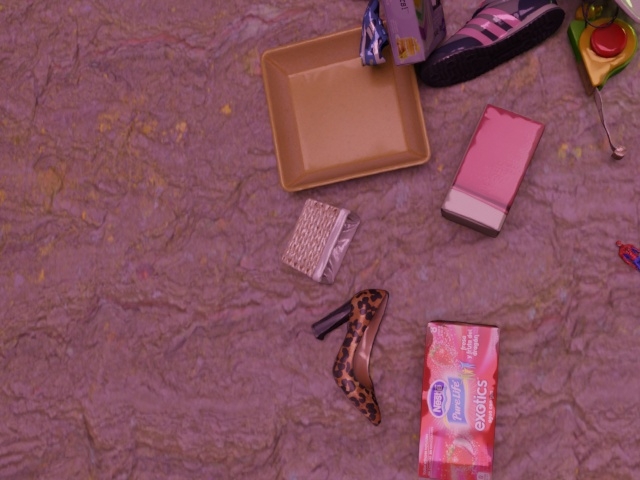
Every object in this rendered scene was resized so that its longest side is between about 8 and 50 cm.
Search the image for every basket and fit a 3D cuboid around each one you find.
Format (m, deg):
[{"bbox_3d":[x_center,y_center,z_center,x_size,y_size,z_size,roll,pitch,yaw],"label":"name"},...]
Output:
[{"bbox_3d":[0.000,0.000,1.448,0.103,0.113,0.167,24,90,17],"label":"basket"}]

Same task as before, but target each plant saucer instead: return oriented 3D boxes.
[{"bbox_3d":[0.056,-0.291,1.482,0.333,0.081,0.332,-11,82,12],"label":"plant saucer"}]

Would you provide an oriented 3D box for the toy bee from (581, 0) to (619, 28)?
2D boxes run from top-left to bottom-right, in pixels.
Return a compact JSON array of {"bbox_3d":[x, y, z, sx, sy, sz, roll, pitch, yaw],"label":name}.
[{"bbox_3d":[0.482,-0.574,1.350,0.195,0.162,0.298,-7,108,17],"label":"toy bee"}]

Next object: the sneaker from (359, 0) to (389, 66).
[{"bbox_3d":[0.118,-0.440,1.418,0.059,0.053,0.144,6,94,13],"label":"sneaker"}]

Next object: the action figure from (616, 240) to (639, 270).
[{"bbox_3d":[0.643,0.042,1.348,0.038,0.030,0.115,-47,75,9],"label":"action figure"}]

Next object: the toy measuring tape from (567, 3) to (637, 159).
[{"bbox_3d":[0.598,-0.334,1.354,0.121,0.121,0.330,-17,81,10],"label":"toy measuring tape"}]

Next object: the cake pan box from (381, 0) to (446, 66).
[{"bbox_3d":[0.184,-0.503,1.346,0.070,0.267,0.245,-3,115,23],"label":"cake pan box"}]

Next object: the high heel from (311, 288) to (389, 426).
[{"bbox_3d":[0.111,0.238,1.404,0.186,0.093,0.261,-34,69,13],"label":"high heel"}]

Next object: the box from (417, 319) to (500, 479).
[{"bbox_3d":[0.277,0.313,1.335,0.142,0.154,0.299,3,86,13],"label":"box"}]

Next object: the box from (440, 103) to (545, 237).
[{"bbox_3d":[0.349,-0.137,1.367,0.127,0.148,0.232,23,90,13],"label":"box"}]

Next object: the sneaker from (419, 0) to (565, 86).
[{"bbox_3d":[0.347,-0.444,1.435,0.319,0.112,0.131,-24,63,5],"label":"sneaker"}]

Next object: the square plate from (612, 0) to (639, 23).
[{"bbox_3d":[0.560,-0.632,1.245,0.344,0.049,0.347,40,79,-7],"label":"square plate"}]
